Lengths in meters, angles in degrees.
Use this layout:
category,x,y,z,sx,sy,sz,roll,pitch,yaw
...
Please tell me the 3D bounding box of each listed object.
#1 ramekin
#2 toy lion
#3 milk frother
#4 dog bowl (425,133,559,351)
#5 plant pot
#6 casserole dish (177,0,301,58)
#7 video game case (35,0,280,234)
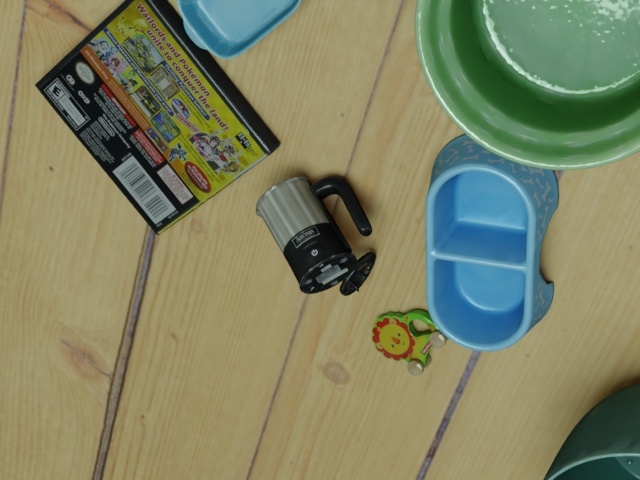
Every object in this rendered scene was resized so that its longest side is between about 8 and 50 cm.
category,x,y,z,sx,sy,sz,roll,pitch,yaw
ramekin,0.267,-0.242,1.273,0.303,0.148,0.303,11,122,18
toy lion,0.120,0.132,1.631,0.096,0.034,0.100,40,126,9
milk frother,0.000,0.000,1.574,0.135,0.129,0.143,60,165,26
dog bowl,0.209,0.012,1.492,0.165,0.074,0.297,9,121,20
plant pot,0.426,0.313,1.466,0.293,0.235,0.293,11,121,19
casserole dish,-0.096,-0.307,1.471,0.188,0.037,0.114,-32,101,36
video game case,-0.226,-0.172,1.610,0.248,0.035,0.275,-32,100,35
